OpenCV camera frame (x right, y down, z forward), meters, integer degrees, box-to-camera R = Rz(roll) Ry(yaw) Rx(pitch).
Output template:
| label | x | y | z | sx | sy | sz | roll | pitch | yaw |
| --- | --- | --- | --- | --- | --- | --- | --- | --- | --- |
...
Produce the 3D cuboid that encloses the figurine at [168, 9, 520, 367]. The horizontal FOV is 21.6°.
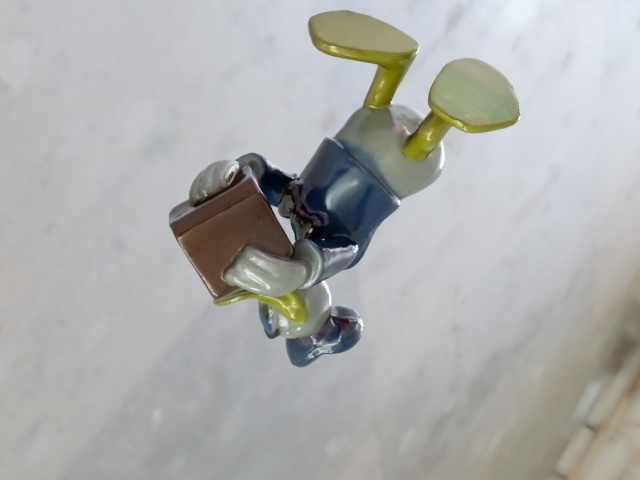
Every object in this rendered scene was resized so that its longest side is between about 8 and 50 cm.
| label | x | y | z | sx | sy | sz | roll | pitch | yaw |
| --- | --- | --- | --- | --- | --- | --- | --- | --- | --- |
| figurine | 0.000 | 0.000 | 1.465 | 0.283 | 0.204 | 0.338 | -25 | 142 | -34 |
